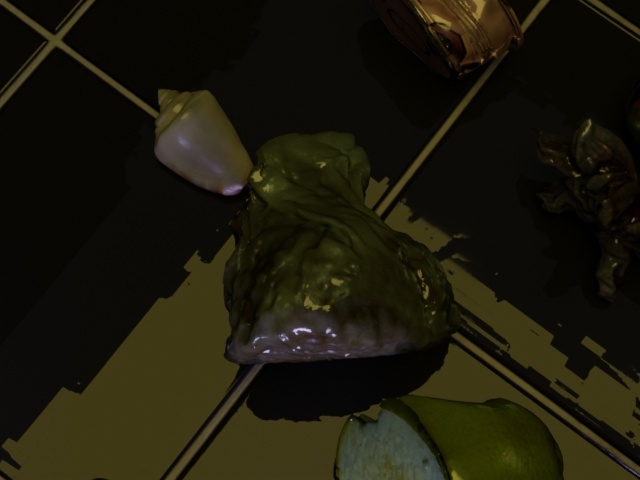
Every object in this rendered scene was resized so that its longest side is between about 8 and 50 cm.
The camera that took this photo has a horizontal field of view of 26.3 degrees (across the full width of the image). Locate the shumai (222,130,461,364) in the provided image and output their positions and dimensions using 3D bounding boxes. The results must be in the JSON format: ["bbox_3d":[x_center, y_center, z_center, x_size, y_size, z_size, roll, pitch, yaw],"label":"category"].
[{"bbox_3d":[0.000,0.000,1.646,0.291,0.330,0.289,-6,84,23],"label":"shumai"}]

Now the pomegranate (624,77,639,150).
[{"bbox_3d":[0.456,-0.135,1.779,0.156,0.156,0.220,24,85,6],"label":"pomegranate"}]

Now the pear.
[{"bbox_3d":[0.176,0.263,1.618,0.292,0.292,0.159,-7,76,-2],"label":"pear"}]

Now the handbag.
[{"bbox_3d":[0.161,-0.304,1.810,0.116,0.179,0.205,-39,77,-3],"label":"handbag"}]

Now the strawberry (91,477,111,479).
[{"bbox_3d":[-0.216,0.444,1.640,0.233,0.137,0.306,17,100,23],"label":"strawberry"}]

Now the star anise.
[{"bbox_3d":[0.371,-0.039,1.719,0.129,0.212,0.283,-36,79,-17],"label":"star anise"}]

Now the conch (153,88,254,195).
[{"bbox_3d":[-0.157,-0.130,1.819,0.104,0.094,0.176,-46,106,-25],"label":"conch"}]
